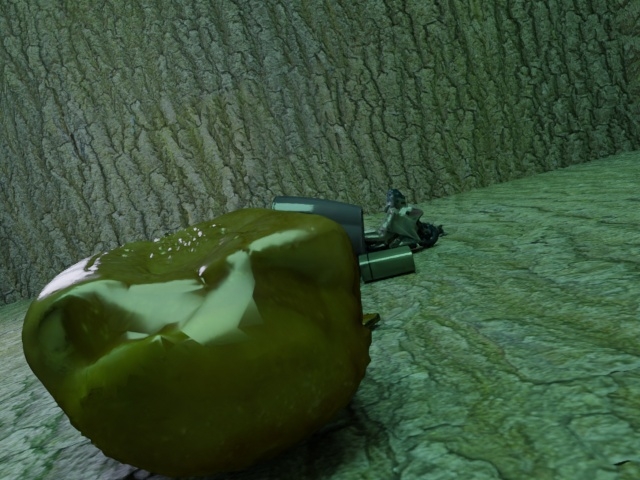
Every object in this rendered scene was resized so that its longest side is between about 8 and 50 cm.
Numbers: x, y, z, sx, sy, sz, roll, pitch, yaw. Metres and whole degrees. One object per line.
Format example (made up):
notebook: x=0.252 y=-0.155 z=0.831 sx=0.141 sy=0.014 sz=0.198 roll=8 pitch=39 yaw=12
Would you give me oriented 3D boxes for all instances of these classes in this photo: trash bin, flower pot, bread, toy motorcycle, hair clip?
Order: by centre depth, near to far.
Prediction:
bread: x=-0.131 y=0.116 z=0.620 sx=0.361 sy=0.250 sz=0.394 roll=-19 pitch=11 yaw=-19
trash bin: x=0.164 y=0.056 z=1.319 sx=0.130 sy=0.059 sz=0.116 roll=-12 pitch=8 yaw=6
flower pot: x=0.000 y=0.000 z=1.459 sx=0.243 sy=0.264 sz=0.265 roll=-1 pitch=8 yaw=9
toy motorcycle: x=0.213 y=-0.055 z=1.578 sx=0.239 sy=0.204 sz=0.108 roll=-12 pitch=-12 yaw=-19
hair clip: x=0.385 y=-0.035 z=1.762 sx=0.030 sy=0.039 sz=0.115 roll=-10 pitch=3 yaw=-10

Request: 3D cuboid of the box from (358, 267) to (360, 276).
box: x=0.003 y=0.105 z=1.284 sx=0.112 sy=0.048 sz=0.175 roll=-9 pitch=8 yaw=41

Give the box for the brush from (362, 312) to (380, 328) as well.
brush: x=-0.049 y=0.166 z=0.983 sx=0.337 sy=0.020 sz=0.085 roll=-11 pitch=7 yaw=36
